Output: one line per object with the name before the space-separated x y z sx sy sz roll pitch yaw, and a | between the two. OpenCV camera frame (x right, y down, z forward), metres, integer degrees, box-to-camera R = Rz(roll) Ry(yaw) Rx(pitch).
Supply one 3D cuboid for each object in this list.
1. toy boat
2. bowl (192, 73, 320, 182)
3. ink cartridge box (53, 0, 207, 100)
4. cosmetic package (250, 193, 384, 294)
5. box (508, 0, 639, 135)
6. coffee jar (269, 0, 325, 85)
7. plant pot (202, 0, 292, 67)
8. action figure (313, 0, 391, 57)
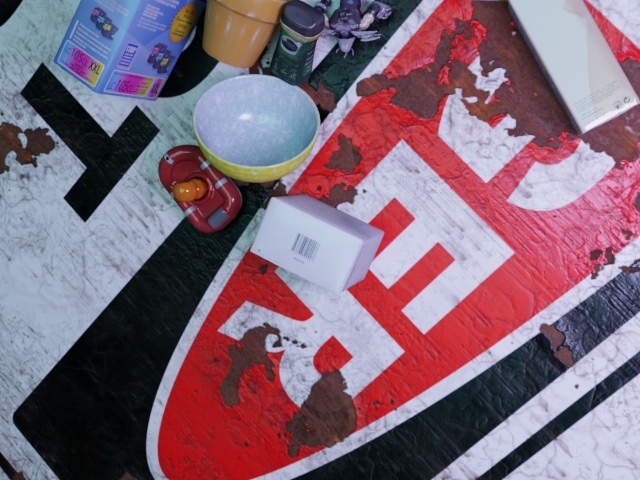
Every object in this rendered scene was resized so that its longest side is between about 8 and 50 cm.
toy boat | -0.311 -0.128 1.669 0.151 0.151 0.231 -40 84 18
bowl | -0.151 -0.231 1.584 0.289 0.289 0.156 29 147 12
ink cartridge box | -0.414 -0.539 1.588 0.151 0.270 0.395 33 106 10
cosmetic package | 0.000 0.000 1.545 0.224 0.224 0.138 26 101 13
box | 0.506 -0.377 1.378 0.121 0.148 0.311 -29 89 18
coffee jar | -0.052 -0.447 1.537 0.096 0.079 0.184 35 145 9
plant pot | -0.184 -0.512 1.569 0.205 0.205 0.188 34 122 11
action figure | 0.071 -0.556 1.526 0.185 0.099 0.285 7 103 10
